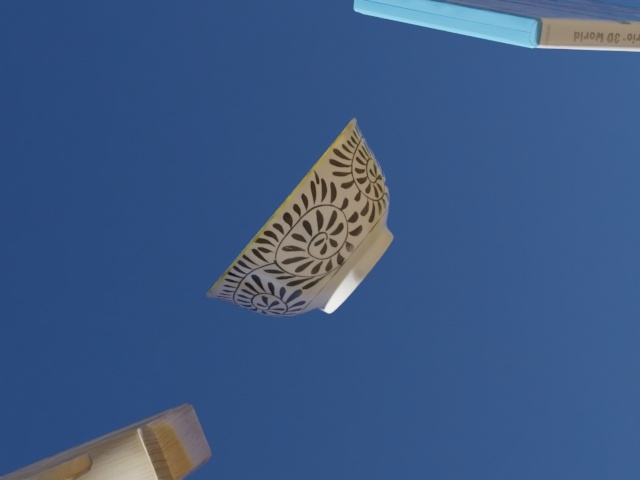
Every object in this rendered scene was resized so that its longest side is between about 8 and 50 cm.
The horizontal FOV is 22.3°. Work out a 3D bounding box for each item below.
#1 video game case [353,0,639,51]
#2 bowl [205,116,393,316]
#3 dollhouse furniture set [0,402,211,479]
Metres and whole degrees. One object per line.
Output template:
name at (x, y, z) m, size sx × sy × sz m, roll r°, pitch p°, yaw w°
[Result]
video game case at (0.116, -0.106, 0.783) m, size 0.166 × 0.119 × 0.015 m, roll -5°, pitch -74°, yaw -41°
bowl at (0.000, 0.000, 1.175) m, size 0.080 × 0.170 × 0.170 m, roll 40°, pitch -138°, yaw -3°
dollhouse furniture set at (-0.117, 0.313, 1.111) m, size 0.303 × 0.173 × 0.356 m, roll -8°, pitch -105°, yaw -80°
